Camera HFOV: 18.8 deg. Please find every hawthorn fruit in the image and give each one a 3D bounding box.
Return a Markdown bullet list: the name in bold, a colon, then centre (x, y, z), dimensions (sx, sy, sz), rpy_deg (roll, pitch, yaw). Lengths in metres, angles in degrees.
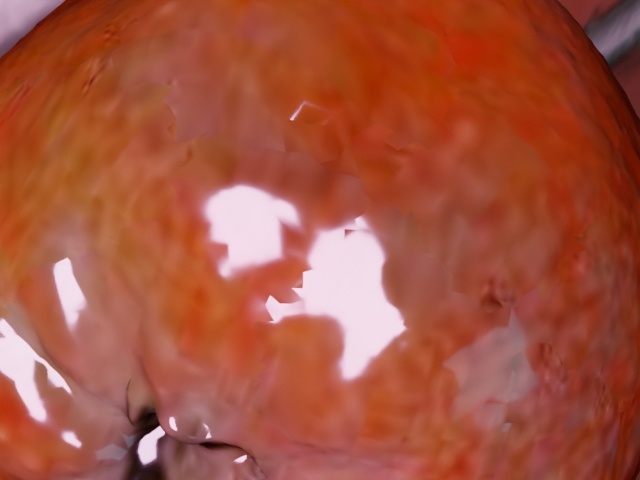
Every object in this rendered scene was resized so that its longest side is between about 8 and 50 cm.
- **hawthorn fruit**: centre (0.000, 0.000, 0.560), dimensions (0.262, 0.210, 0.210), rpy_deg (-60, 168, -61)
